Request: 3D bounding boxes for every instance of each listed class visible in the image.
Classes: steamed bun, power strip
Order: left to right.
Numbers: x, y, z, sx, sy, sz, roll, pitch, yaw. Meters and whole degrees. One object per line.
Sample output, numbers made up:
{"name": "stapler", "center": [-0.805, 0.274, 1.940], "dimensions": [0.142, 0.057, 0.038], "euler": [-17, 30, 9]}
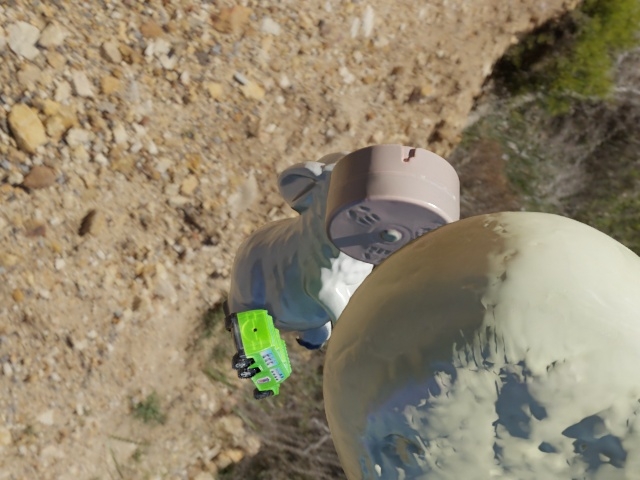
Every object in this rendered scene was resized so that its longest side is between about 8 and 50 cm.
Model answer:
{"name": "power strip", "center": [0.081, -0.035, 1.082], "dimensions": [0.154, 0.078, 0.154], "euler": [4, 148, 3]}
{"name": "steamed bun", "center": [0.173, 0.111, 0.818], "dimensions": [0.333, 0.233, 0.312], "euler": [-4, 127, 15]}

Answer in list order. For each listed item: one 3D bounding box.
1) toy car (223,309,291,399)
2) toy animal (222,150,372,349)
{"name": "toy car", "center": [-0.078, 0.150, 1.255], "dimensions": [0.062, 0.071, 0.165], "euler": [-16, 150, 2]}
{"name": "toy animal", "center": [0.000, 0.000, 1.395], "dimensions": [0.193, 0.258, 0.357], "euler": [-5, 143, -40]}
